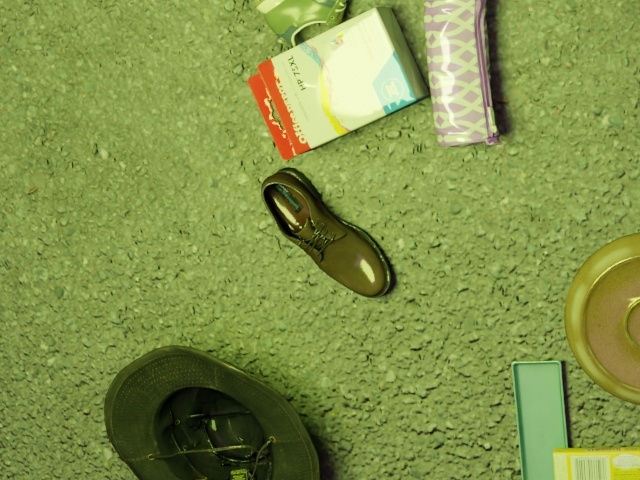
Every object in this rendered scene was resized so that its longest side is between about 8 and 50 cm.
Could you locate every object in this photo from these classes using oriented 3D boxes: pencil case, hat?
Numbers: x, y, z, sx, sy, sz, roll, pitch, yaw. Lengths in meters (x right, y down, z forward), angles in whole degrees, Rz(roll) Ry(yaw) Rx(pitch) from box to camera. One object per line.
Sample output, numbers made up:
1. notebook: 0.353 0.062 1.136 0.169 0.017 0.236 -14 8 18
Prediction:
1. pencil case: 0.182 -0.217 1.678 0.088 0.086 0.206 3 105 53
2. hat: -0.134 0.261 1.853 0.331 0.134 0.331 9 122 15

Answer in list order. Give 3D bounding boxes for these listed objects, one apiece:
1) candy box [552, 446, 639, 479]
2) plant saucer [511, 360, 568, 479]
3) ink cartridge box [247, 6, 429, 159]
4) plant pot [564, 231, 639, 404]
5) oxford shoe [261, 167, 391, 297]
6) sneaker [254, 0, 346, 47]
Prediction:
1. candy box: 0.415 0.324 1.731 0.206 0.027 0.105 -3 102 13
2. plant saucer: 0.300 0.254 1.770 0.067 0.018 0.192 -3 99 19
3. ink cartridge box: 0.010 -0.203 1.744 0.231 0.078 0.134 -24 92 21
4. plant pot: 0.432 0.107 1.690 0.236 0.032 0.236 4 102 17
5. oxford shoe: 0.000 0.000 1.779 0.227 0.096 0.083 42 108 5
6. sneaker: 0.013 -0.327 1.733 0.192 0.064 0.086 -29 103 18
